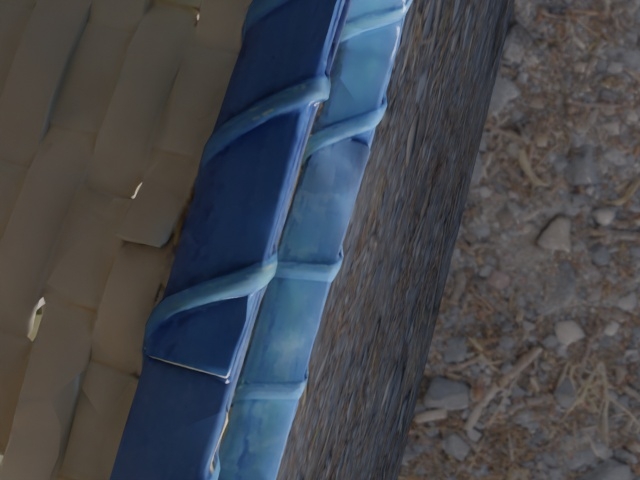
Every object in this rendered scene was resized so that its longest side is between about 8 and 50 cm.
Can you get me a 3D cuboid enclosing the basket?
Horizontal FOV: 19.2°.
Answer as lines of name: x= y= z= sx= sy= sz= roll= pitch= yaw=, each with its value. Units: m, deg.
basket: x=0.000 y=0.000 z=0.487 sx=0.201 sy=0.289 sz=0.255 roll=75 pitch=33 yaw=-71
